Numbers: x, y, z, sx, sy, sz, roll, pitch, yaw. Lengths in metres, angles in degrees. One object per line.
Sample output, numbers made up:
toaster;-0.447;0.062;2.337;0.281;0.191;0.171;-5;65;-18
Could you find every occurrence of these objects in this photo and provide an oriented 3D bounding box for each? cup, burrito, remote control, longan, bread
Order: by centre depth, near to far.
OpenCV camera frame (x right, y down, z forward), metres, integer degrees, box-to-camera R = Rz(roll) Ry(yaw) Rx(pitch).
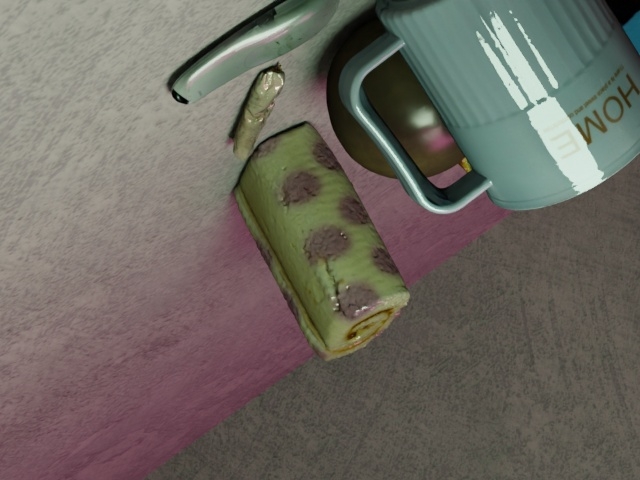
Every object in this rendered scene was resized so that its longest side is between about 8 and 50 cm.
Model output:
cup;0.218;-0.225;1.607;0.331;0.311;0.257;-25;-153;25
remote control;-0.079;-0.248;1.623;0.256;0.045;0.097;-32;165;-1
burrito;-0.090;-0.182;1.817;0.045;0.041;0.185;-17;156;-28
longan;0.136;-0.210;1.820;0.258;0.258;0.258;-33;166;-10
bread;0.000;0.000;2.018;0.155;0.338;0.187;-19;160;-29

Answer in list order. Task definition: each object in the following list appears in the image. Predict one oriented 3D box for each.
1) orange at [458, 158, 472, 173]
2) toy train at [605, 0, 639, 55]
orange;0.316;-0.244;2.299;0.237;0.158;0.179;-40;166;19
toy train;0.644;-0.422;2.266;0.300;0.265;0.188;-22;161;-46
